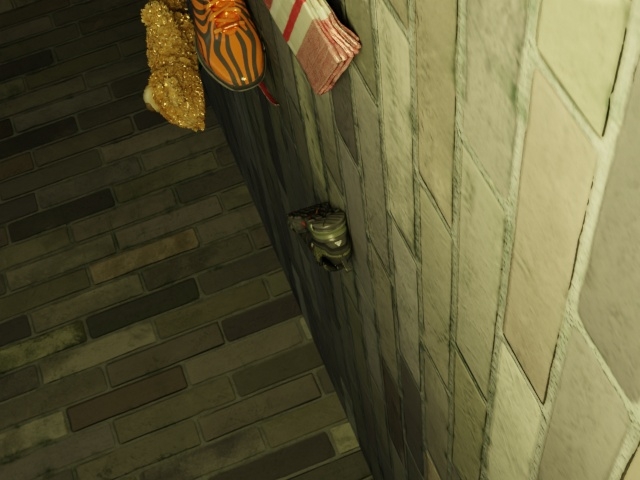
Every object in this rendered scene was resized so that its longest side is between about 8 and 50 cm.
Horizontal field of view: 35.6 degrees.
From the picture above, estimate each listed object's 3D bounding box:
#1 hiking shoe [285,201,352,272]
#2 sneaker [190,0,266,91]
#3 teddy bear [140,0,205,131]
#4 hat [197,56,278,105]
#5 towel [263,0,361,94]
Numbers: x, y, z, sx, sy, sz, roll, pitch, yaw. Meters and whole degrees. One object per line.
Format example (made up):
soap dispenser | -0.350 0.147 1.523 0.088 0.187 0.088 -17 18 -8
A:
hiking shoe | 0.000 0.000 1.751 0.227 0.086 0.114 -145 38 -76
sneaker | -0.190 -0.433 1.795 0.180 0.124 0.321 89 159 -73
teddy bear | -0.297 -0.371 1.931 0.245 0.113 0.338 150 113 -80
hat | -0.145 -0.389 2.022 0.173 0.183 0.208 -160 86 -86
towel | -0.058 -0.341 1.210 0.329 0.037 0.237 60 173 -3
